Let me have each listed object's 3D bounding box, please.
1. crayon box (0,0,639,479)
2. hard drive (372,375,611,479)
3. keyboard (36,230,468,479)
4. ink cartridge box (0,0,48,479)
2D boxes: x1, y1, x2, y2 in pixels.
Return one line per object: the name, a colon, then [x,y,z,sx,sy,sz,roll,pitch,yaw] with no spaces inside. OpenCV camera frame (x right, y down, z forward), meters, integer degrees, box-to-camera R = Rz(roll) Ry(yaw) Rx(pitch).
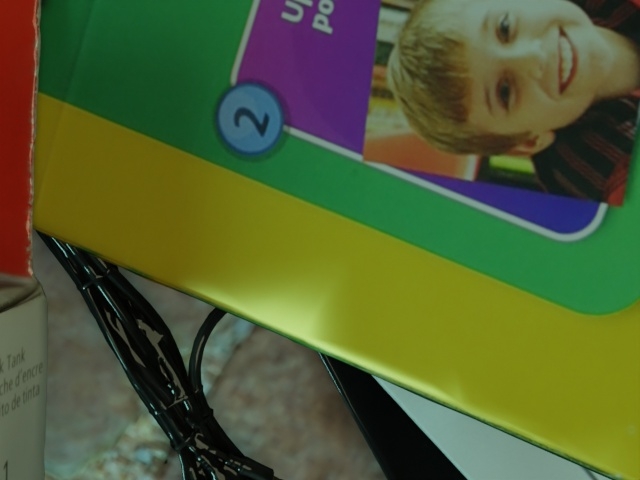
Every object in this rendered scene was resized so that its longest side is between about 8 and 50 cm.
crayon box: [0.041,-0.152,0.464,0.313,0.106,0.363,23,105,15]
hard drive: [0.209,-0.006,0.595,0.353,0.047,0.233,-39,114,7]
keyboard: [0.000,0.000,0.623,0.201,0.033,0.317,-30,105,-10]
ink cartridge box: [-0.209,0.005,0.491,0.275,0.060,0.239,7,103,18]
